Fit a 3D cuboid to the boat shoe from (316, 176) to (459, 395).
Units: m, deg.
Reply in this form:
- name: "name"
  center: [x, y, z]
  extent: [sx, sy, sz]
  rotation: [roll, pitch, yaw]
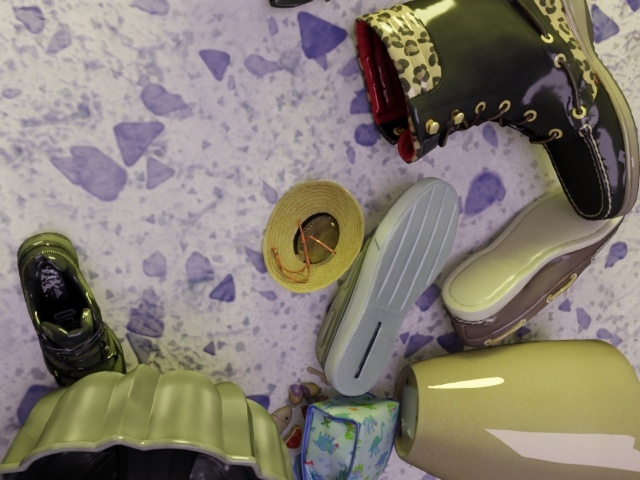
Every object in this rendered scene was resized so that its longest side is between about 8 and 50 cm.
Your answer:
- name: "boat shoe"
  center: [0.074, 0.051, 0.806]
  extent: [0.109, 0.094, 0.302]
  rotation: [27, 92, -33]

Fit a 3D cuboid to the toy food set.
- name: "toy food set"
  center: [-0.022, 0.240, 0.853]
  extent: [0.078, 0.019, 0.122]
  rotation: [31, 90, -23]

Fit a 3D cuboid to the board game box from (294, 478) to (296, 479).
- name: "board game box"
  center: [-0.031, 0.446, 0.878]
  extent: [0.210, 0.047, 0.160]
  rotation: [-45, 112, -5]

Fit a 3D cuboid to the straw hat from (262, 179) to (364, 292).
- name: "straw hat"
  center: [0.000, 0.000, 0.784]
  extent: [0.144, 0.144, 0.061]
  rotation: [-62, 151, 1]

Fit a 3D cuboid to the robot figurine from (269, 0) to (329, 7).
- name: "robot figurine"
  center: [0.004, -0.404, 0.690]
  extent: [0.291, 0.085, 0.211]
  rotation: [-43, 111, -7]

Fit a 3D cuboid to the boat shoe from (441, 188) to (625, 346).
- name: "boat shoe"
  center: [0.313, 0.031, 0.884]
  extent: [0.324, 0.116, 0.097]
  rotation: [-35, 129, -16]

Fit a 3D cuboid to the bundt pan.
- name: "bundt pan"
  center: [-0.184, 0.254, 0.687]
  extent: [0.331, 0.124, 0.331]
  rotation: [-2, 133, -2]

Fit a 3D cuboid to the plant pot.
- name: "plant pot"
  center: [0.247, 0.247, 0.852]
  extent: [0.274, 0.256, 0.256]
  rotation: [9, 98, -8]

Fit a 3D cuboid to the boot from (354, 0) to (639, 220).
- name: "boot"
  center: [0.225, -0.164, 0.785]
  extent: [0.284, 0.138, 0.377]
  rotation: [-23, 100, -14]

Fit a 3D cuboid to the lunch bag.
- name: "lunch bag"
  center: [0.034, 0.284, 0.819]
  extent: [0.129, 0.096, 0.151]
  rotation: [-1, 99, -57]

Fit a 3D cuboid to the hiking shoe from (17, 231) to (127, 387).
- name: "hiking shoe"
  center: [-0.276, 0.107, 0.681]
  extent: [0.086, 0.114, 0.227]
  rotation: [-23, 108, -14]
